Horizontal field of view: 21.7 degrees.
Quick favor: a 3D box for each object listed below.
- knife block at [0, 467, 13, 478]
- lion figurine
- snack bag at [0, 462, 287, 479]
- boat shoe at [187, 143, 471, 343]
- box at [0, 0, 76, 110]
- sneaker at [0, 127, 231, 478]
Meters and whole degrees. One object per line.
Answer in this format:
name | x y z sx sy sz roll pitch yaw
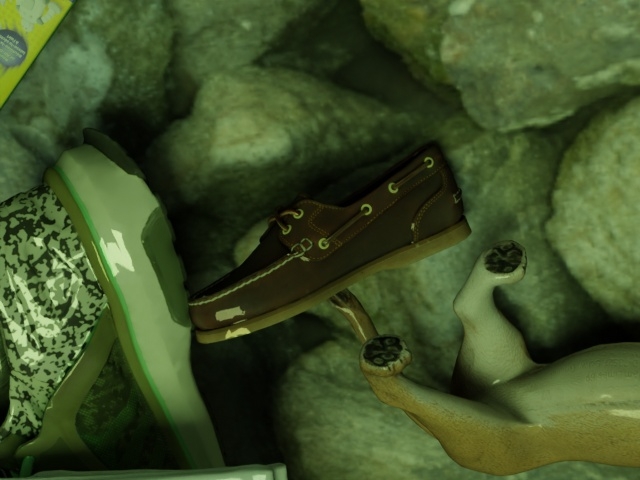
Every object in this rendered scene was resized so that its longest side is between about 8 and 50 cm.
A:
knife block | -0.230 0.195 1.314 0.088 0.242 0.276 -3 165 13
lion figurine | 0.202 0.118 1.161 0.392 0.142 0.240 9 147 21
snack bag | -0.171 0.281 1.185 0.342 0.037 0.323 -4 126 9
boat shoe | 0.000 0.000 1.113 0.207 0.073 0.073 -25 105 -18
box | -0.244 -0.140 1.126 0.105 0.043 0.179 35 122 -11
sneaker | -0.174 0.131 1.179 0.182 0.158 0.410 -19 113 -17
